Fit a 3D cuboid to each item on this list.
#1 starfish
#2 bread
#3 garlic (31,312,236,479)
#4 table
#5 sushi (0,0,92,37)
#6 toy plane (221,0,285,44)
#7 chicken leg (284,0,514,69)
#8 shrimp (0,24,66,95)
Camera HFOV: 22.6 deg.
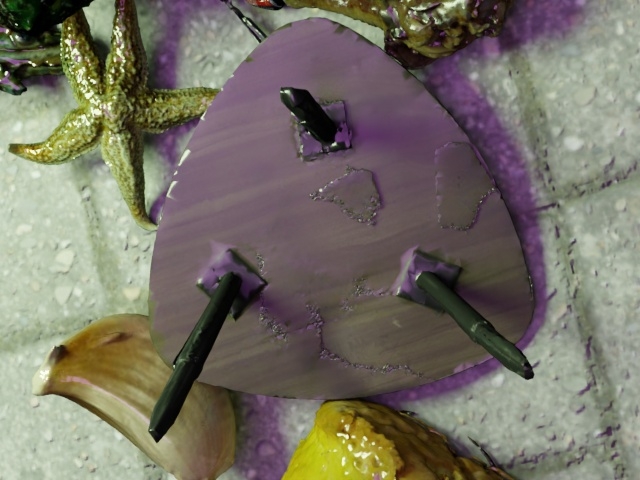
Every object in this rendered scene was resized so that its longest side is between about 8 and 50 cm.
[{"bbox_3d":[-0.164,-0.112,1.350,0.217,0.050,0.223,-12,109,-1],"label":"starfish"},{"bbox_3d":[0.070,0.236,1.265,0.261,0.147,0.160,39,102,12],"label":"bread"},{"bbox_3d":[-0.135,0.146,1.333,0.198,0.128,0.090,47,139,1],"label":"garlic"},{"bbox_3d":[0.000,0.000,1.161,0.317,0.249,0.317,0,101,2],"label":"table"},{"bbox_3d":[-0.219,-0.258,1.288,0.127,0.225,0.124,12,138,20],"label":"sushi"},{"bbox_3d":[-0.077,-0.229,1.332,0.145,0.037,0.060,43,116,6],"label":"toy plane"},{"bbox_3d":[0.064,-0.196,1.273,0.196,0.080,0.125,-11,81,26],"label":"chicken leg"},{"bbox_3d":[-0.369,-0.100,1.428,0.365,0.071,0.233,-6,104,14],"label":"shrimp"}]
